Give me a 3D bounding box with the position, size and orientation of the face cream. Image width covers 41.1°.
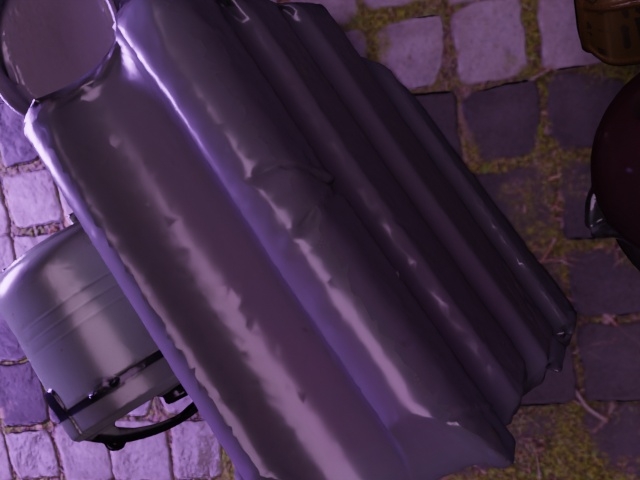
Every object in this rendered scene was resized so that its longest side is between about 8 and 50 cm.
[{"bbox_3d":[-0.218,-0.204,0.875,0.175,0.195,0.175,4,101,21],"label":"face cream"}]

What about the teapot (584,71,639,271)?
[{"bbox_3d":[0.347,-0.064,0.582,0.315,0.312,0.233,-42,56,36],"label":"teapot"}]

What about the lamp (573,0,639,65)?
[{"bbox_3d":[0.301,-0.227,0.703,0.185,0.161,0.161,-10,96,19],"label":"lamp"}]

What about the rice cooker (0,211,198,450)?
[{"bbox_3d":[-0.209,0.090,0.922,0.226,0.226,0.244,-36,85,22],"label":"rice cooker"}]

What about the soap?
[{"bbox_3d":[0.000,0.000,0.768,0.213,0.350,0.435,-38,84,30],"label":"soap"}]
